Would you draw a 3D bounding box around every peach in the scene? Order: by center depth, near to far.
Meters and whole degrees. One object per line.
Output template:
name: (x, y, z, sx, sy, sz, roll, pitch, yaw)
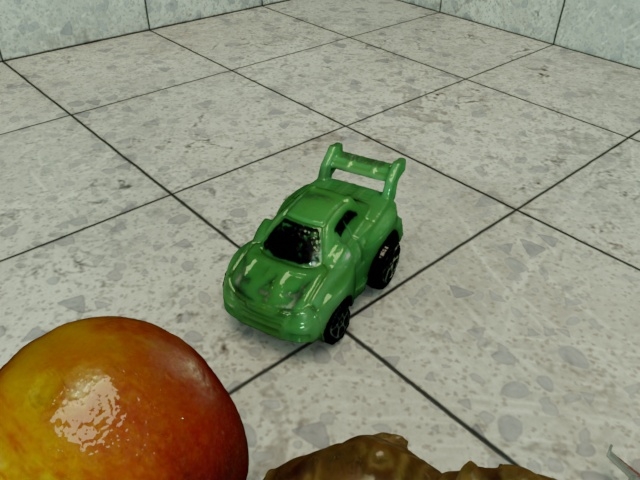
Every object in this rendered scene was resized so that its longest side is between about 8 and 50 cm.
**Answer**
peach: (-0.214, 0.210, 0.605, 0.280, 0.238, 0.281, 34, 7, -4)

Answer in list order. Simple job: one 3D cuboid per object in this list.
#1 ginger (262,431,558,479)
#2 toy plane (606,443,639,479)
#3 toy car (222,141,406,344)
ginger: (0.052, 0.314, 0.511, 0.357, 0.152, 0.275, 3, 76, 24)
toy plane: (0.397, 0.292, 0.649, 0.162, 0.066, 0.171, 22, 25, 27)
toy car: (0.000, 0.000, 0.948, 0.213, 0.177, 0.358, 20, 41, 25)
